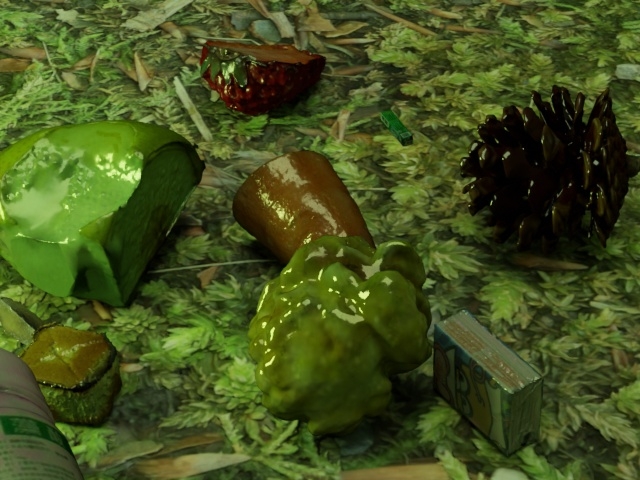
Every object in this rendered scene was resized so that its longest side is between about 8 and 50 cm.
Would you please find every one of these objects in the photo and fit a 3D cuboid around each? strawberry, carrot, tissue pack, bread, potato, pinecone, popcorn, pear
[{"bbox_3d":[-0.091,-0.265,2.192,0.190,0.111,0.236,22,20,40],"label":"strawberry"},{"bbox_3d":[0.000,0.000,1.843,0.159,0.159,0.225,-22,57,-24],"label":"carrot"},{"bbox_3d":[0.204,0.176,1.625,0.065,0.116,0.155,-25,43,-26],"label":"tissue pack"},{"bbox_3d":[-0.321,0.167,1.681,0.140,0.069,0.128,8,39,16],"label":"bread"},{"bbox_3d":[-0.400,0.117,1.776,0.093,0.036,0.037,39,14,16],"label":"potato"},{"bbox_3d":[0.320,-0.091,1.863,0.264,0.264,0.264,-1,39,0],"label":"pinecone"},{"bbox_3d":[0.026,0.100,1.640,0.241,0.235,0.250,-20,27,5],"label":"popcorn"},{"bbox_3d":[-0.347,-0.071,1.845,0.281,0.176,0.286,15,59,21],"label":"pear"}]

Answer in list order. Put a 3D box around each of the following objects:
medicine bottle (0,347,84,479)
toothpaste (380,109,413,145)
[{"bbox_3d":[-0.359,0.288,1.425,0.212,0.212,0.325,-17,41,-19],"label":"medicine bottle"},{"bbox_3d":[0.125,-0.184,2.141,0.020,0.017,0.083,-18,42,-16],"label":"toothpaste"}]
